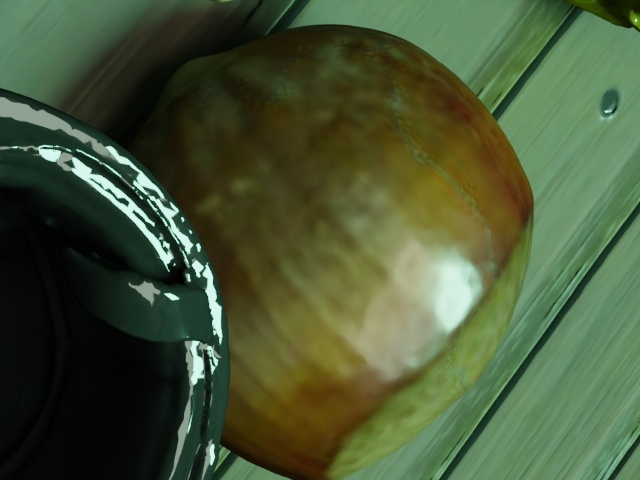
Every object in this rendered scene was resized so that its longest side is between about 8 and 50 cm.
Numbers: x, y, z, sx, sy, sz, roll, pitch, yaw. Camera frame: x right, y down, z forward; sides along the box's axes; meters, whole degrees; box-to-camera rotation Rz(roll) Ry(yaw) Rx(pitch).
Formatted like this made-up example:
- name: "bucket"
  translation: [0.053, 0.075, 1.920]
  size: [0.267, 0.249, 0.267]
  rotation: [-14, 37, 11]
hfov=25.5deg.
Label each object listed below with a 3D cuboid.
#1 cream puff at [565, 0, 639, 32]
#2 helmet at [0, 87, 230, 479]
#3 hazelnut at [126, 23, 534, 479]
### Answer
- name: "cream puff"
  translation: [0.187, -0.170, 0.789]
  size: [0.121, 0.156, 0.156]
  rotation: [-19, 127, 7]
- name: "helmet"
  translation: [-0.181, 0.040, 0.533]
  size: [0.279, 0.160, 0.230]
  rotation: [21, 92, -30]
- name: "hazelnut"
  translation: [0.000, 0.000, 0.670]
  size: [0.214, 0.176, 0.214]
  rotation: [4, 81, -27]
